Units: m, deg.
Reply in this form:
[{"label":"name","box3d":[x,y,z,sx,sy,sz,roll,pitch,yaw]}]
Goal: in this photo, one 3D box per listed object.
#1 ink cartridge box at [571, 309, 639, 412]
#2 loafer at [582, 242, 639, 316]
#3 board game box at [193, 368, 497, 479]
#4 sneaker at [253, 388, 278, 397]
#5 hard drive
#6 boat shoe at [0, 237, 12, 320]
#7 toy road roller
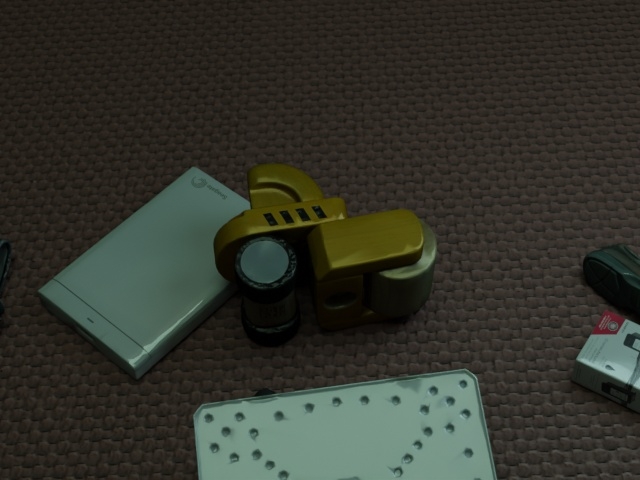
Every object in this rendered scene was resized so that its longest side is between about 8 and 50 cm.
[{"label":"ink cartridge box","box3d":[0.465,0.186,1.685,0.150,0.063,0.109,25,56,22]},{"label":"loafer","box3d":[0.525,0.089,1.747,0.084,0.096,0.267,-28,52,-26]},{"label":"board game box","box3d":[0.045,0.384,1.495,0.390,0.050,0.390,-7,67,-3]},{"label":"sneaker","box3d":[-0.023,0.306,1.627,0.234,0.084,0.097,32,84,27]},{"label":"hard drive","box3d":[-0.251,0.042,1.864,0.233,0.047,0.353,33,59,27]},{"label":"boat shoe","box3d":[-0.552,0.111,1.795,0.102,0.108,0.301,-2,43,4]},{"label":"toy road roller","box3d":[0.000,0.000,1.757,0.329,0.202,0.241,-8,60,-4]}]
